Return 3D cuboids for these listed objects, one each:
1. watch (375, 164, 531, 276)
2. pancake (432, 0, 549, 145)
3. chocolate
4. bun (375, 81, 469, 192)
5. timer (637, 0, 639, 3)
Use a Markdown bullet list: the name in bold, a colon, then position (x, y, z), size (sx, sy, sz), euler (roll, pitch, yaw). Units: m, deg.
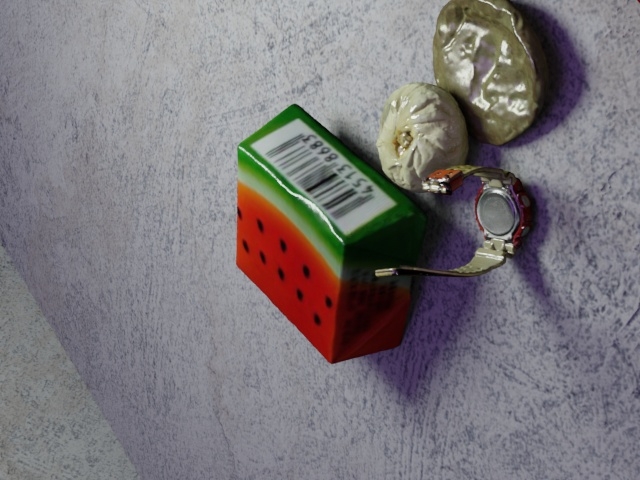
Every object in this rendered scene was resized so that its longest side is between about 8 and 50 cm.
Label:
- **watch**: position (0.195, -0.027, 1.400), size (0.102, 0.268, 0.165), euler (10, 99, 49)
- **pancake**: position (0.253, -0.254, 1.433), size (0.242, 0.050, 0.242), euler (40, 139, 47)
- **chocolate**: position (0.000, 0.000, 1.685), size (0.360, 0.161, 0.341), euler (44, 145, 34)
- **bun**: position (0.152, -0.158, 1.515), size (0.164, 0.111, 0.188), euler (58, 151, 15)
- **timer**: position (0.470, -0.359, 0.954), size (0.378, 0.279, 0.378), euler (23, 120, 48)
